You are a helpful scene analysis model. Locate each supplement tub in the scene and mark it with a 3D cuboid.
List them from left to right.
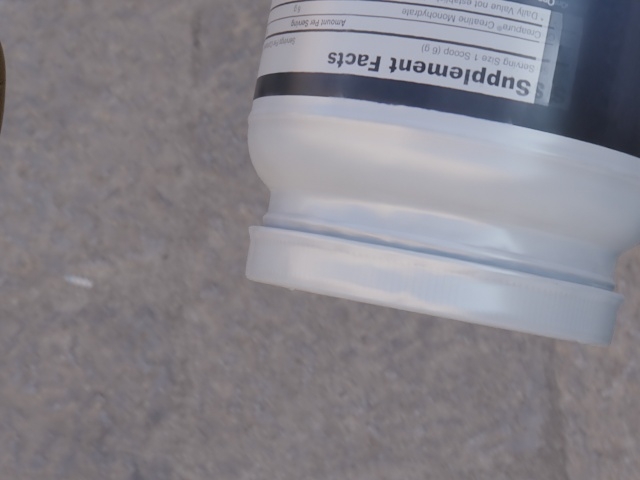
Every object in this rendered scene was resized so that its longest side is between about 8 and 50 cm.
[{"bbox_3d":[0.073,-0.100,0.707,0.191,0.191,0.272,10,88,26],"label":"supplement tub"}]

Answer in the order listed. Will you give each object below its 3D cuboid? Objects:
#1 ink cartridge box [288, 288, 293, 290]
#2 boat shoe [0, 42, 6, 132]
[{"bbox_3d":[0.000,0.000,1.716,0.122,0.052,0.088,-30,9,-10],"label":"ink cartridge box"},{"bbox_3d":[-0.275,-0.002,1.013,0.098,0.109,0.302,0,82,54],"label":"boat shoe"}]
